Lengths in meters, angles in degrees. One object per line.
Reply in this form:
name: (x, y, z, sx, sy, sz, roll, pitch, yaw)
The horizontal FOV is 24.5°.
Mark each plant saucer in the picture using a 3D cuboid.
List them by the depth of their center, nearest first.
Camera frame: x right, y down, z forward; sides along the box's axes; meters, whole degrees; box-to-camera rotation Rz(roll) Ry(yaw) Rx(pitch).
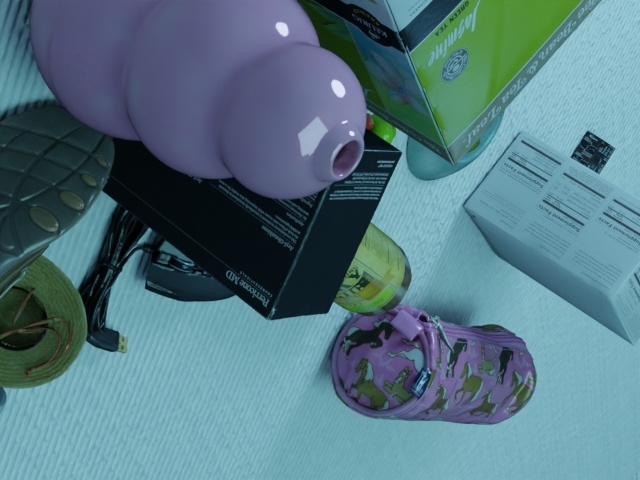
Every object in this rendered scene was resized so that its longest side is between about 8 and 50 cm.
plant saucer: (0.192, -0.155, 1.931, 0.195, 0.037, 0.195, -35, 144, -30)

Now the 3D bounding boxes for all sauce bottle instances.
sauce bottle: (0.000, 0.000, 1.751, 0.111, 0.111, 0.344, -55, 148, 1)

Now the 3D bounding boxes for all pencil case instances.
pencil case: (0.173, 0.185, 2.131, 0.386, 0.167, 0.160, 16, 74, -58)

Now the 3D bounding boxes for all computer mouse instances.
computer mouse: (-0.160, 0.056, 1.630, 0.262, 0.060, 0.184, 17, 106, -58)

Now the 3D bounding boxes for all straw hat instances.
straw hat: (-0.300, 0.075, 1.439, 0.144, 0.144, 0.061, -52, -172, -4)

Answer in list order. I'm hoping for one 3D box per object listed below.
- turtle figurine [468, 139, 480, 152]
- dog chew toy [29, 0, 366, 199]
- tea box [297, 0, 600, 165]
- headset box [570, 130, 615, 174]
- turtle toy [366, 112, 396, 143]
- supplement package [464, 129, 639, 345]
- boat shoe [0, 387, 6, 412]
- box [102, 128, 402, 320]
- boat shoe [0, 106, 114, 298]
turtle figurine: (0.172, -0.188, 1.731, 0.217, 0.087, 0.269, -72, -179, -54)
dog chew toy: (-0.094, -0.148, 1.248, 0.206, 0.332, 0.206, -35, 144, -30)
tea box: (0.124, -0.312, 1.426, 0.329, 0.220, 0.323, -48, 148, -11)
headset box: (0.413, -0.121, 2.276, 0.083, 0.032, 0.062, -58, 149, 8)
turtle toy: (0.032, -0.123, 1.711, 0.130, 0.066, 0.095, -21, 136, -43)
supplement package: (0.370, -0.002, 2.107, 0.145, 0.262, 0.204, -51, 150, -5)
boat shoe: (-0.447, 0.192, 1.318, 0.156, 0.136, 0.367, -59, 159, 14)
box: (-0.076, -0.069, 1.423, 0.103, 0.261, 0.184, 1, 120, -55)
boat shoe: (-0.316, 0.000, 1.328, 0.324, 0.123, 0.116, -46, -177, -30)
